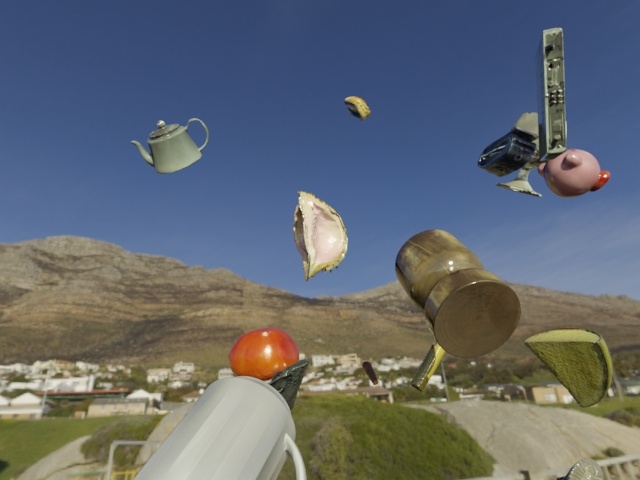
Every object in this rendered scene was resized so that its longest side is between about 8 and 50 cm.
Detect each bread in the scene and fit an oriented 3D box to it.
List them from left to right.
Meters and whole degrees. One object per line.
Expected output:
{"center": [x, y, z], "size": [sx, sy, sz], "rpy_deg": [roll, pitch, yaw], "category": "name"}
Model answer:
{"center": [0.122, -0.444, 1.428], "size": [0.053, 0.106, 0.072], "rpy_deg": [-38, -58, -2], "category": "bread"}

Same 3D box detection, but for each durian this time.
{"center": [0.007, -0.011, 1.523], "size": [0.196, 0.305, 0.185], "rpy_deg": [-5, -14, -22], "category": "durian"}

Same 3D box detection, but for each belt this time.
{"center": [0.675, -0.300, 1.541], "size": [0.128, 0.122, 0.218], "rpy_deg": [21, -13, -10], "category": "belt"}

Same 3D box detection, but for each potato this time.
{"center": [0.907, 0.451, 1.525], "size": [0.112, 0.255, 0.269], "rpy_deg": [-22, 3, -35], "category": "potato"}

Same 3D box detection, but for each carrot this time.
{"center": [0.164, 0.434, 1.409], "size": [0.032, 0.093, 0.032], "rpy_deg": [-8, -62, -15], "category": "carrot"}

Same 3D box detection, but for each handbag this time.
{"center": [-0.146, 0.437, 1.193], "size": [0.270, 0.089, 0.175], "rpy_deg": [-21, -38, -45], "category": "handbag"}

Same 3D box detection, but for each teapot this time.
{"center": [-0.480, -0.322, 1.396], "size": [0.239, 0.162, 0.149], "rpy_deg": [-19, -60, -1], "category": "teapot"}

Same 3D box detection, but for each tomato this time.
{"center": [-0.195, 0.407, 1.542], "size": [0.260, 0.180, 0.260], "rpy_deg": [-7, -5, -1], "category": "tomato"}

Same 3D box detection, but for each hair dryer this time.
{"center": [0.350, 0.308, 1.229], "size": [0.135, 0.278, 0.090], "rpy_deg": [40, -14, -22], "category": "hair dryer"}

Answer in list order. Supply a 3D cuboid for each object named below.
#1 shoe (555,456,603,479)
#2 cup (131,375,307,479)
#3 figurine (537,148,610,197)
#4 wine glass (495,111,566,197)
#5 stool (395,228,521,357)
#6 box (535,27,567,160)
{"center": [0.624, 0.613, 1.072], "size": [0.071, 0.169, 0.099], "rpy_deg": [38, -10, 16], "category": "shoe"}
{"center": [-0.167, 0.451, 0.849], "size": [0.323, 0.236, 0.327], "rpy_deg": [0, 19, 20], "category": "cup"}
{"center": [0.850, -0.229, 1.462], "size": [0.173, 0.173, 0.173], "rpy_deg": [-2, -27, -1], "category": "figurine"}
{"center": [0.872, -0.356, 1.784], "size": [0.238, 0.323, 0.238], "rpy_deg": [17, 12, -4], "category": "wine glass"}
{"center": [0.285, 0.103, 0.942], "size": [0.179, 0.264, 0.179], "rpy_deg": [-3, -67, -6], "category": "stool"}
{"center": [0.540, -0.330, 1.009], "size": [0.045, 0.270, 0.211], "rpy_deg": [-3, 2, 21], "category": "box"}
